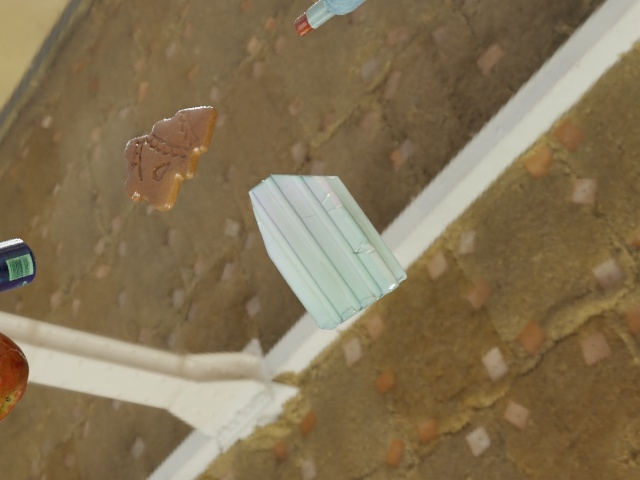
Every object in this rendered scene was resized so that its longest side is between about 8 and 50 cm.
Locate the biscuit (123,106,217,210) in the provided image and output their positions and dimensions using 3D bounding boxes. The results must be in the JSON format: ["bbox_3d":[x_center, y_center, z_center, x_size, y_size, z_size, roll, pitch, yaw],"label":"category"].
[{"bbox_3d":[-0.375,-0.224,2.352,0.306,0.043,0.284,-45,-133,7],"label":"biscuit"}]

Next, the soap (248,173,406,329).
[{"bbox_3d":[0.000,0.000,2.023,0.208,0.115,0.347,-36,-90,21],"label":"soap"}]

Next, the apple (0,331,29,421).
[{"bbox_3d":[-0.742,0.291,2.011,0.230,0.230,0.230,-25,-125,42],"label":"apple"}]

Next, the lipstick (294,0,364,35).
[{"bbox_3d":[0.029,-0.460,1.817,0.274,0.068,0.061,-21,-119,54],"label":"lipstick"}]

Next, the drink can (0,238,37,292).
[{"bbox_3d":[-0.774,0.071,2.208,0.118,0.204,0.118,13,-69,37],"label":"drink can"}]
